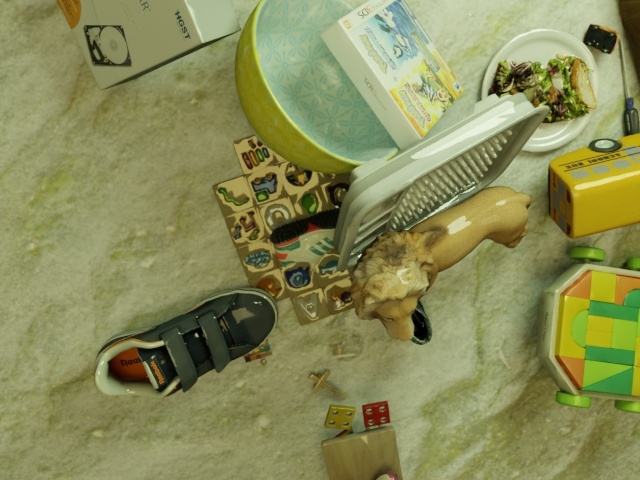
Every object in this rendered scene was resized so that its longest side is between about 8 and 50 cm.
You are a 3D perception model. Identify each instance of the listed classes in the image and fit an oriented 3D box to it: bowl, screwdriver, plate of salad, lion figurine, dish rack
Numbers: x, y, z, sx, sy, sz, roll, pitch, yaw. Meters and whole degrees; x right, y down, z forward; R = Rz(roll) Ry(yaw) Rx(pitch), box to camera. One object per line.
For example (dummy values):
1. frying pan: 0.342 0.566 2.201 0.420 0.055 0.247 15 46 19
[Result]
1. bowl: -0.024 -0.213 1.007 0.156 0.289 0.289 -26 110 44
2. screwdriver: 0.511 -0.251 1.125 0.024 0.025 0.170 -14 108 -1
3. plate of salad: 0.363 -0.242 1.106 0.200 0.048 0.200 -1 105 -4
4. lion figurine: 0.196 0.000 1.021 0.392 0.240 0.142 -38 77 -15
5. dish rack: 0.155 -0.091 1.007 0.333 0.285 0.072 -29 75 -12

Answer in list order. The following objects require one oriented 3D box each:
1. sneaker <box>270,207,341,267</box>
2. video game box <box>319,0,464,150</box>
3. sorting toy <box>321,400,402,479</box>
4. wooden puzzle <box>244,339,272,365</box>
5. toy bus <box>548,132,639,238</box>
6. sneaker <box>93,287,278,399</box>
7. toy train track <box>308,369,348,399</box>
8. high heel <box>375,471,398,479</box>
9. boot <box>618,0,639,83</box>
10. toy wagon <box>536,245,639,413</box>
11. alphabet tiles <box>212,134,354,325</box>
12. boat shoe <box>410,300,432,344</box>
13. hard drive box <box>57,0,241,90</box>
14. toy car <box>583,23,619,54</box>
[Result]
1. sneaker: 0.000 0.000 1.133 0.161 0.057 0.075 -16 128 -6
2. video game box: 0.114 -0.263 1.013 0.048 0.187 0.205 -26 106 46
3. sorting toy: 0.073 0.383 1.235 0.132 0.046 0.274 -12 119 -1
4. wooden puzzle: -0.116 0.186 1.200 0.049 0.006 0.083 -17 105 0
5. toy bus: 0.540 -0.109 1.099 0.333 0.130 0.108 -14 121 -1
6. sneaker: -0.221 0.181 1.127 0.321 0.127 0.126 -21 104 2
7. toy train track: 0.014 0.262 1.228 0.083 0.014 0.048 34 92 -18
8. high heel: 0.153 0.518 1.261 0.117 0.082 0.244 -14 111 -31
9. boot: 0.596 -0.360 1.068 0.203 0.095 0.262 -22 107 2
10. toy wagon: 0.534 0.159 1.168 0.344 0.068 0.267 9 84 -15
11. alphabet tiles: -0.009 -0.032 1.151 0.285 0.011 0.342 -19 105 0
12. boat shoe: 0.132 0.090 1.144 0.065 0.083 0.183 -35 104 5
13. hard drive box: -0.250 -0.336 0.951 0.232 0.089 0.181 -11 109 37
14. toy car: 0.457 -0.361 1.080 0.040 0.060 0.122 -16 115 -33
